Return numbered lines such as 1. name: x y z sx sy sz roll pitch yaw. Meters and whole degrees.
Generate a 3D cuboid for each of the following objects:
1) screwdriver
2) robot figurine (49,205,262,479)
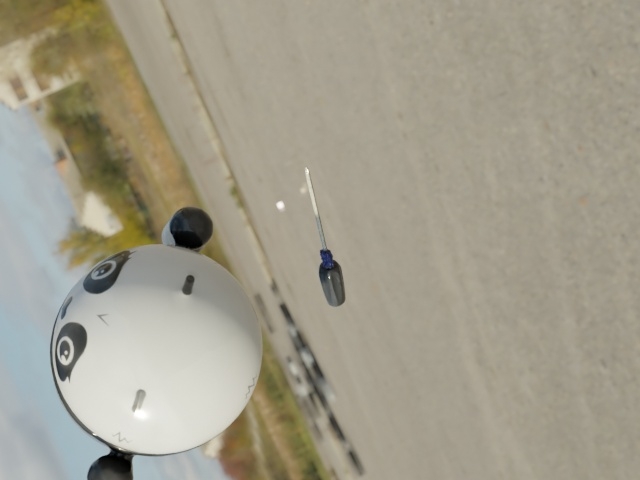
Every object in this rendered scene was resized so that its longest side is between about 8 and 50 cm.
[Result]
1. screwdriver: 0.000 0.000 1.190 0.024 0.025 0.170 15 141 31
2. robot figurine: -0.145 0.096 1.055 0.278 0.174 0.209 141 107 -76
